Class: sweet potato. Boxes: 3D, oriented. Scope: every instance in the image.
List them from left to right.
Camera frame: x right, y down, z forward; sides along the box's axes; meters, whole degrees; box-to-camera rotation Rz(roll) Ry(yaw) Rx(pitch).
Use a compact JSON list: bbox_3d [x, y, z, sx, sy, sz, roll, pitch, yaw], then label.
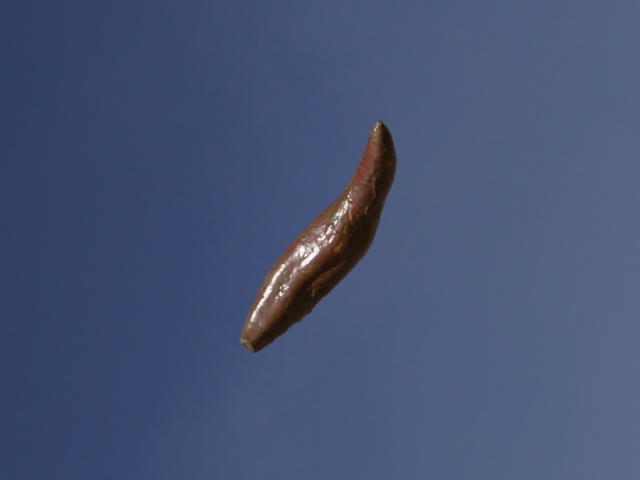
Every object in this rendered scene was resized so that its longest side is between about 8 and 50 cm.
[{"bbox_3d":[0.008,0.000,1.803,0.078,0.058,0.255,18,-67,-48],"label":"sweet potato"}]
